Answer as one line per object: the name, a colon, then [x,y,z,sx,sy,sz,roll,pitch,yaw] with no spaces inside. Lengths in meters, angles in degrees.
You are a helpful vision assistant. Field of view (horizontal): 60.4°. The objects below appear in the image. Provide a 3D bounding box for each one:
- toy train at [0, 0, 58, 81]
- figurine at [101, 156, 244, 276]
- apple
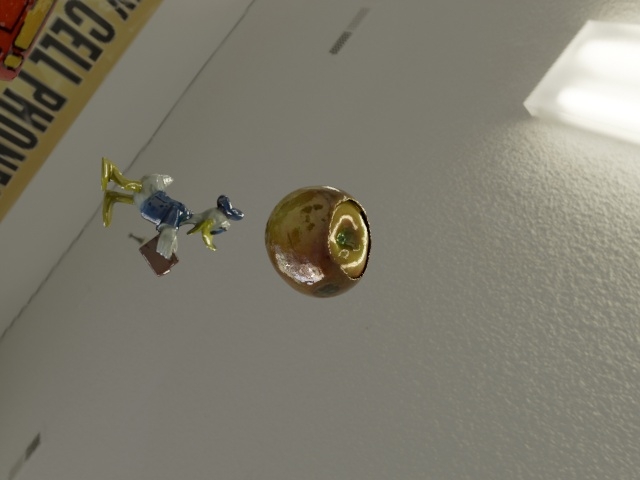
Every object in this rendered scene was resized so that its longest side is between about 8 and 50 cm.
toy train: [-0.333,-0.151,0.400,0.369,0.163,0.231,-57,-177,7]
figurine: [-0.350,-0.054,1.336,0.204,0.339,0.283,117,-34,-54]
apple: [0.000,0.000,1.132,0.208,0.237,0.236,-18,-131,55]
